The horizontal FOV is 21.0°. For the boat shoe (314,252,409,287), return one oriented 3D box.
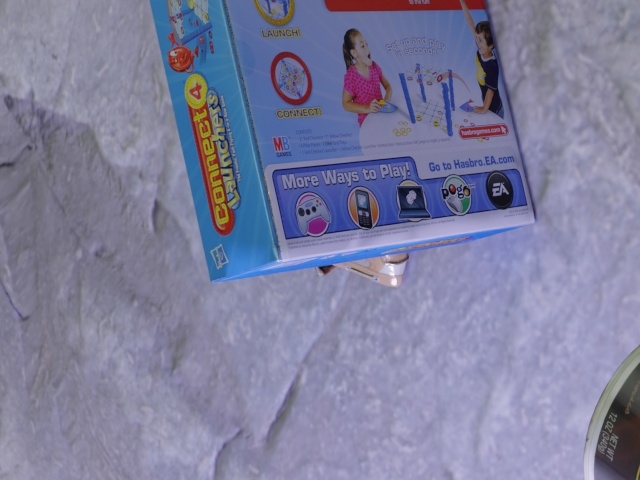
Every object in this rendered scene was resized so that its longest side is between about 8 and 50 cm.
[{"bbox_3d":[0.000,0.000,1.608,0.190,0.068,0.072,21,121,40],"label":"boat shoe"}]

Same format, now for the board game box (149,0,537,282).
[{"bbox_3d":[0.017,-0.136,1.402,0.086,0.308,0.302,-17,83,45],"label":"board game box"}]

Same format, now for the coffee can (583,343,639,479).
[{"bbox_3d":[0.335,0.185,1.159,0.275,0.201,0.201,38,122,57],"label":"coffee can"}]
